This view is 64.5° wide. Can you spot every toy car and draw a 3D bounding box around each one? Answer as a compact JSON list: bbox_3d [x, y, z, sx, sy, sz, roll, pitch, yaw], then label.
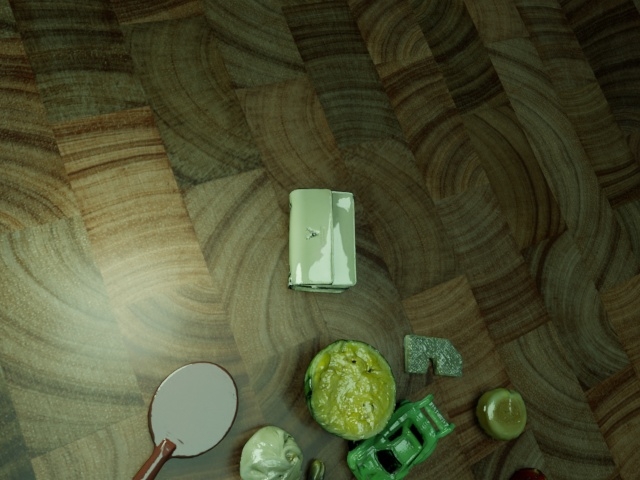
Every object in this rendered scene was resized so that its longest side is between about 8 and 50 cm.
[{"bbox_3d":[0.270,0.701,1.754,0.358,0.176,0.214,-33,88,-25],"label":"toy car"}]

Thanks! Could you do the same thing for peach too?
[{"bbox_3d":[0.783,0.931,1.932,0.172,0.127,0.093,-21,91,1],"label":"peach"}]

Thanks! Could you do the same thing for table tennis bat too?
[{"bbox_3d":[-0.429,0.574,1.593,0.268,0.051,0.415,38,64,-6],"label":"table tennis bat"}]

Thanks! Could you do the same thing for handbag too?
[{"bbox_3d":[0.000,0.000,1.859,0.236,0.160,0.359,3,74,-12],"label":"handbag"}]

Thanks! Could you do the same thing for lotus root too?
[{"bbox_3d":[-0.015,0.783,1.690,0.054,0.049,0.099,27,67,-21],"label":"lotus root"}]

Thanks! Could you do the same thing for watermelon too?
[{"bbox_3d":[0.079,0.507,1.732,0.330,0.189,0.331,15,60,-28],"label":"watermelon"}]

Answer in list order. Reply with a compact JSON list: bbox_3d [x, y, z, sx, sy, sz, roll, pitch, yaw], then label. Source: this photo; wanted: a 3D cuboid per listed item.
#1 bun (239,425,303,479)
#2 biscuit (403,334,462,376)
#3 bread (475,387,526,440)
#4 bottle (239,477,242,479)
[{"bbox_3d":[-0.137,0.696,1.591,0.231,0.133,0.231,30,44,-34],"label":"bun"},{"bbox_3d":[0.438,0.449,1.959,0.249,0.046,0.148,11,71,-18],"label":"biscuit"},{"bbox_3d":[0.697,0.671,1.964,0.213,0.104,0.214,6,75,-23],"label":"bread"},{"bbox_3d":[-0.248,0.841,1.577,0.069,0.069,0.187,24,70,-13],"label":"bottle"}]
